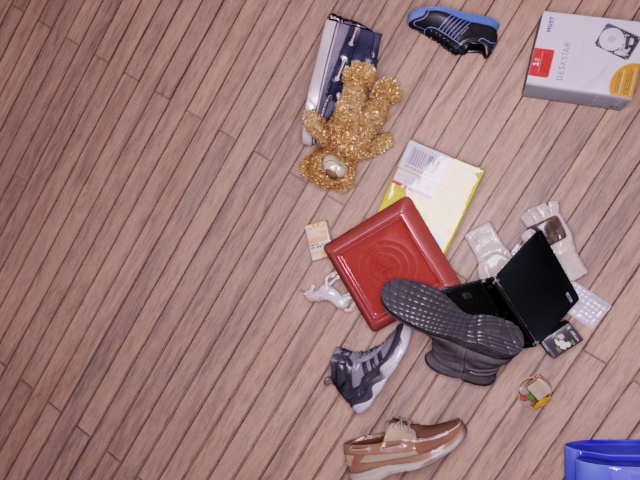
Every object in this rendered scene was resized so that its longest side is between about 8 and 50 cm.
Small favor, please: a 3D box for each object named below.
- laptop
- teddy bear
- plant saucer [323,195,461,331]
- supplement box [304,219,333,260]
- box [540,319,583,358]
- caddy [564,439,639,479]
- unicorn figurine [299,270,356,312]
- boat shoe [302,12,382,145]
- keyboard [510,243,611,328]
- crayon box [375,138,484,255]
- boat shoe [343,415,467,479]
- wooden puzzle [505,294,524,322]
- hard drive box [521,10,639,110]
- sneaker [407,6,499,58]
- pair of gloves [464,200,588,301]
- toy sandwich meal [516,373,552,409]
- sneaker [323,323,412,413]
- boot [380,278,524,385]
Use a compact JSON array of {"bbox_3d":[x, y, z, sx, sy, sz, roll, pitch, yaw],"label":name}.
[{"bbox_3d":[0.432,0.133,1.200,0.264,0.137,0.234,-20,118,38],"label":"laptop"},{"bbox_3d":[0.078,-0.278,1.286,0.338,0.245,0.113,-47,35,4],"label":"teddy bear"},{"bbox_3d":[0.167,0.065,1.245,0.259,0.047,0.259,-31,88,18],"label":"plant saucer"},{"bbox_3d":[0.000,0.000,1.369,0.062,0.036,0.099,-15,85,14],"label":"supplement box"},{"bbox_3d":[0.567,0.233,1.207,0.083,0.062,0.052,-36,80,11],"label":"box"},{"bbox_3d":[0.687,0.542,1.079,0.340,0.241,0.180,-6,82,14],"label":"caddy"},{"bbox_3d":[0.030,0.135,1.346,0.161,0.060,0.111,36,96,13],"label":"unicorn figurine"},{"bbox_3d":[0.057,-0.404,1.327,0.157,0.127,0.341,14,100,0],"label":"boat shoe"},{"bbox_3d":[0.569,0.111,1.236,0.256,0.014,0.072,36,97,13],"label":"keyboard"},{"bbox_3d":[0.251,-0.067,1.283,0.202,0.081,0.319,26,97,13],"label":"crayon box"},{"bbox_3d":[0.201,0.502,1.264,0.324,0.123,0.117,-25,80,10],"label":"boat shoe"},{"bbox_3d":[0.487,0.169,1.256,0.116,0.014,0.079,2,93,14],"label":"wooden puzzle"},{"bbox_3d":[0.619,-0.423,1.202,0.231,0.089,0.181,13,91,14],"label":"hard drive box"},{"bbox_3d":[0.327,-0.521,1.281,0.232,0.081,0.091,14,84,13],"label":"sneaker"},{"bbox_3d":[0.493,0.032,1.229,0.239,0.042,0.204,-21,83,13],"label":"pair of gloves"},{"bbox_3d":[0.520,0.369,1.232,0.085,0.029,0.086,0,88,14],"label":"toy sandwich meal"},{"bbox_3d":[0.115,0.298,1.297,0.153,0.101,0.269,33,99,10],"label":"sneaker"},{"bbox_3d":[0.278,0.235,1.195,0.337,0.223,0.118,26,54,11],"label":"boot"}]
